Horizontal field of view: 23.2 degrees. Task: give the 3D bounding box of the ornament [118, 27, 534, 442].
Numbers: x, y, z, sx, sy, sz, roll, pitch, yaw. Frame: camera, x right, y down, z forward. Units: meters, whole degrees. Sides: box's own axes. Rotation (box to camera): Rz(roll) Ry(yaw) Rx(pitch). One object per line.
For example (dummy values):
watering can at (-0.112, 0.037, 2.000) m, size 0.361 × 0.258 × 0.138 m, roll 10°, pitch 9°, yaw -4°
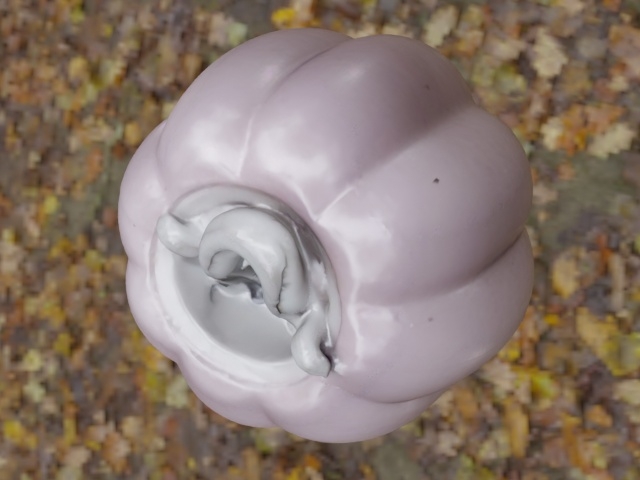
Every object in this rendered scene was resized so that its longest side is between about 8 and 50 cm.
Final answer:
ornament at (-0.001, 0.000, 0.661) m, size 0.177 × 0.177 × 0.177 m, roll -4°, pitch 85°, yaw 43°
